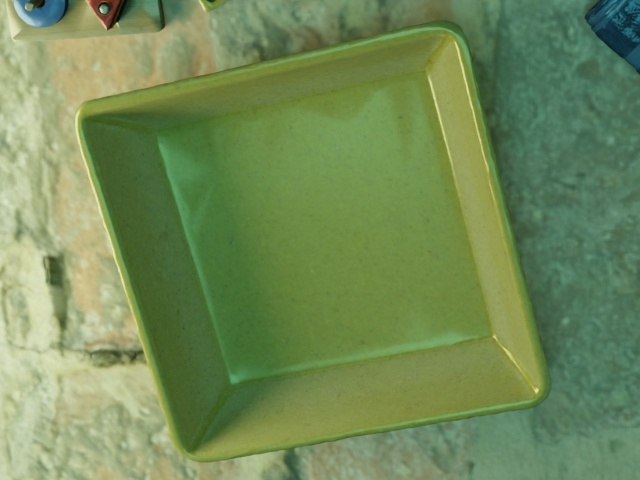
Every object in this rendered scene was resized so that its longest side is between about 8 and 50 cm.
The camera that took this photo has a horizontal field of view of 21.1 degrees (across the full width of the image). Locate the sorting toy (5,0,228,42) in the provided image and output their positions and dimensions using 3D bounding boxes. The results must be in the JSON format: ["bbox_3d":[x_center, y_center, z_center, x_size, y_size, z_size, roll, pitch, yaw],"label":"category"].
[{"bbox_3d":[-0.196,-0.229,1.413,0.275,0.046,0.132,-2,109,11],"label":"sorting toy"}]

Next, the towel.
[{"bbox_3d":[0.272,-0.158,1.360,0.119,0.029,0.067,40,112,-5],"label":"towel"}]

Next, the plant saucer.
[{"bbox_3d":[0.000,0.000,1.439,0.333,0.081,0.332,-11,107,15],"label":"plant saucer"}]
